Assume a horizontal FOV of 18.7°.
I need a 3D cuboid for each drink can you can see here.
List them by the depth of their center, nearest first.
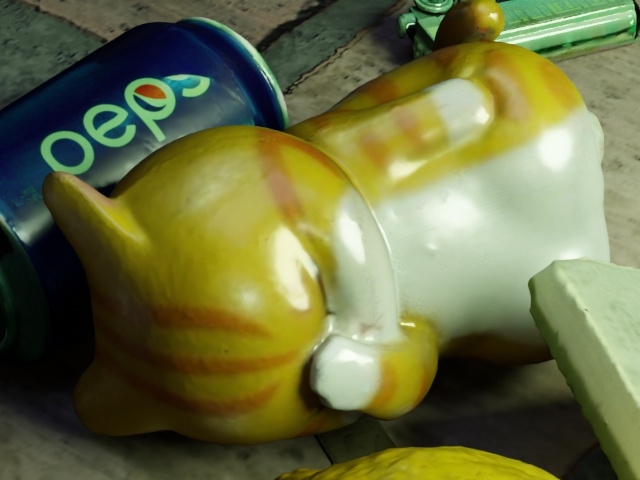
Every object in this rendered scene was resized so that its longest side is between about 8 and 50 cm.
[{"bbox_3d":[-0.115,-0.030,0.996,0.118,0.118,0.205,28,49,29],"label":"drink can"}]

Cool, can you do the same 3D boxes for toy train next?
[{"bbox_3d":[0.121,-0.132,1.176,0.148,0.038,0.071,-15,45,-17],"label":"toy train"}]

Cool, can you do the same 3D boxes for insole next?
[{"bbox_3d":[0.029,0.111,0.915,0.045,0.002,0.135,-17,42,-19],"label":"insole"}]

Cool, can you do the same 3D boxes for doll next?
[{"bbox_3d":[0.018,0.001,0.922,0.269,0.167,0.162,-22,25,-30],"label":"doll"}]

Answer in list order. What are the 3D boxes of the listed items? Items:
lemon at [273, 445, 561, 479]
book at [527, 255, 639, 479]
[{"bbox_3d":[0.053,0.174,0.697,0.188,0.188,0.256,-26,50,-27],"label":"lemon"},{"bbox_3d":[0.242,0.138,0.790,0.239,0.035,0.352,12,33,-28],"label":"book"}]
